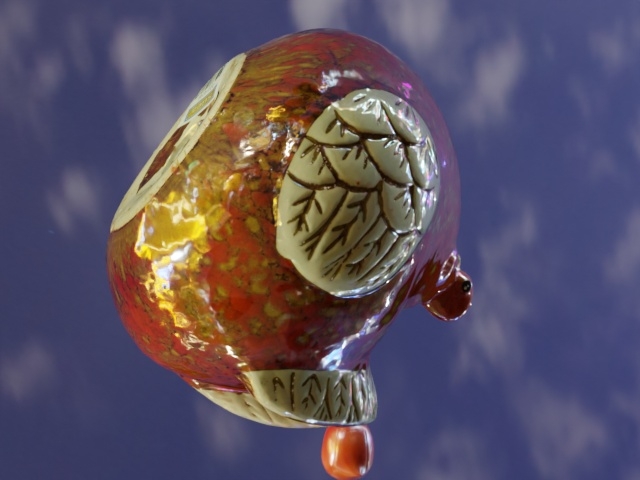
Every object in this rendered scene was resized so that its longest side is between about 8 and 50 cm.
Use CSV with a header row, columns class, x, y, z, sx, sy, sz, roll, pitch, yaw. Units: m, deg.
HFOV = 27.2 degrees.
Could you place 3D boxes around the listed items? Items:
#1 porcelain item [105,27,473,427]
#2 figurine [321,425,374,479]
class,x,y,z,sx,sy,sz,roll,pitch,yaw
porcelain item,0.000,0.000,0.840,0.253,0.253,0.253,-5,-79,-28
figurine,0.031,0.216,1.543,0.068,0.075,0.140,-5,-122,-10
